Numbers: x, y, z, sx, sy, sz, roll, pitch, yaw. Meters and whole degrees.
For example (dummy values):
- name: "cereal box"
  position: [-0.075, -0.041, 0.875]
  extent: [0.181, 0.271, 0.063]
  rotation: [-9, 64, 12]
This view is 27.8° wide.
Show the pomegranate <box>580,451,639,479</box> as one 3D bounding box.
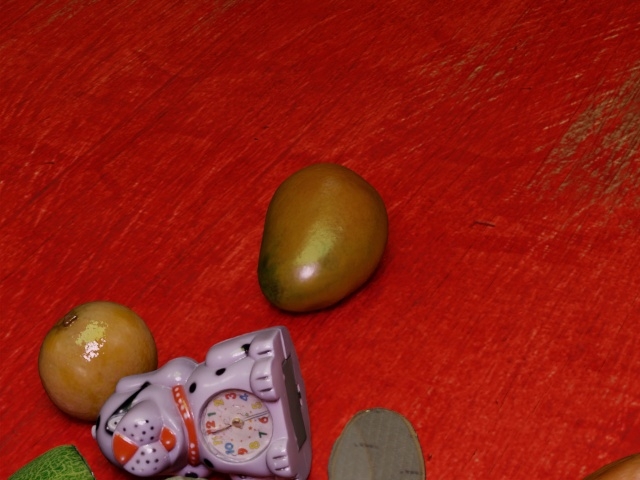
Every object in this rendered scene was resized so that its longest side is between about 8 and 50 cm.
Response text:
- name: "pomegranate"
  position: [0.345, 0.377, 1.095]
  extent: [0.410, 0.410, 0.410]
  rotation: [-3, 36, 2]

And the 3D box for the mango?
- name: "mango"
  position: [0.007, -0.003, 1.798]
  extent: [0.175, 0.139, 0.255]
  rotation: [-9, 43, 15]

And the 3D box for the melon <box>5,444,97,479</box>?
- name: "melon"
  position: [-0.306, 0.326, 1.391]
  extent: [0.169, 0.129, 0.265]
  rotation: [-24, 41, -20]

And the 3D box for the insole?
- name: "insole"
  position: [0.054, 0.311, 1.470]
  extent: [0.119, 0.009, 0.348]
  rotation: [4, 37, 10]

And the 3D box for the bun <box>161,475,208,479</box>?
- name: "bun"
  position: [-0.138, 0.342, 1.300]
  extent: [0.221, 0.108, 0.221]
  rotation: [17, 58, -30]

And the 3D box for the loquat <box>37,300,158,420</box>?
- name: "loquat"
  position: [-0.276, 0.150, 1.609]
  extent: [0.137, 0.163, 0.163]
  rotation: [-3, 29, 42]

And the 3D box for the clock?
- name: "clock"
  position: [-0.149, 0.207, 1.508]
  extent: [0.253, 0.189, 0.189]
  rotation: [-9, 36, 5]
